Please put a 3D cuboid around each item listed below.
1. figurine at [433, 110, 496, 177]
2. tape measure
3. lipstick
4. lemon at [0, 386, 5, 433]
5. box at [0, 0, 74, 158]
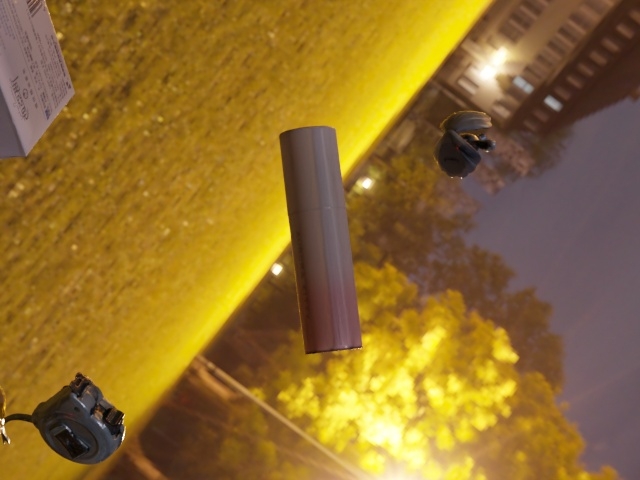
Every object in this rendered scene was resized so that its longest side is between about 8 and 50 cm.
[{"bbox_3d":[0.213,-0.145,1.535,0.094,0.082,0.086,7,-145,39],"label":"figurine"},{"bbox_3d":[-0.473,0.352,1.863,0.330,0.164,0.084,-35,-169,36],"label":"tape measure"},{"bbox_3d":[0.000,0.000,1.547,0.087,0.087,0.326,136,-52,-81],"label":"lipstick"},{"bbox_3d":[-0.613,0.285,1.676,0.204,0.204,0.260,-52,175,30],"label":"lemon"},{"bbox_3d":[-0.466,-0.277,1.490,0.203,0.116,0.274,-76,159,-54],"label":"box"}]
